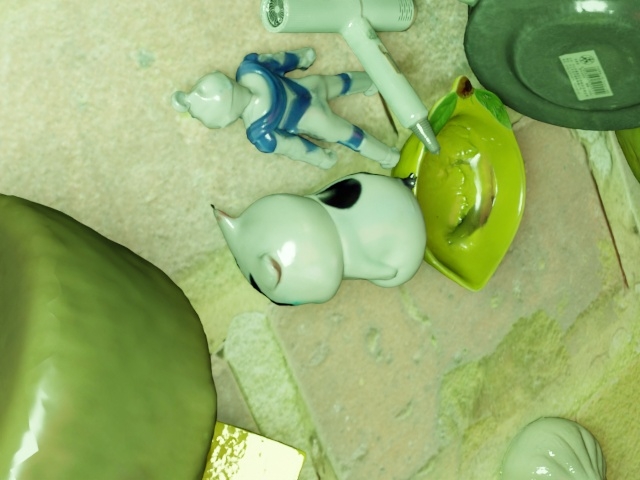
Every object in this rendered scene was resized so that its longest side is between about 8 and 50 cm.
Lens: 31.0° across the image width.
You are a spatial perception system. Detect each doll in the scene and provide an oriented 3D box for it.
[{"bbox_3d":[-0.033,-0.118,0.999,0.227,0.057,0.113,4,71,-40],"label":"doll"},{"bbox_3d":[0.005,0.001,1.007,0.181,0.110,0.106,-18,127,-30],"label":"doll"}]

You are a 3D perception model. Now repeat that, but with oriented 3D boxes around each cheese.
[{"bbox_3d":[-0.118,0.189,0.960,0.171,0.126,0.093,20,81,-17],"label":"cheese"}]

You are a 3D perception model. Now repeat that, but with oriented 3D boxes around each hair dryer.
[{"bbox_3d":[0.045,-0.146,1.012,0.155,0.044,0.183,-8,66,-36],"label":"hair dryer"}]

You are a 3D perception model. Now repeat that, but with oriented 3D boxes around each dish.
[{"bbox_3d":[0.119,-0.055,1.108,0.149,0.080,0.207,-13,104,-37],"label":"dish"}]

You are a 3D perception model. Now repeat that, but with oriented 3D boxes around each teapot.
[{"bbox_3d":[0.227,-0.261,1.108,0.239,0.322,0.239,78,21,-58],"label":"teapot"}]

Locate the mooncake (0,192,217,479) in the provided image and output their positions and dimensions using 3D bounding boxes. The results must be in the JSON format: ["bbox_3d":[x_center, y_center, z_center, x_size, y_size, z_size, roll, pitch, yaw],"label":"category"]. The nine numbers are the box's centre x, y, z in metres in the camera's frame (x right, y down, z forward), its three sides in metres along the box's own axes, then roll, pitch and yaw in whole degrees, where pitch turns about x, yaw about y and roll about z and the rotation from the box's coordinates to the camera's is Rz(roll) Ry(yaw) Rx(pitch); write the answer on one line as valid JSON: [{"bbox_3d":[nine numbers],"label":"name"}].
[{"bbox_3d":[-0.202,0.121,0.752,0.155,0.284,0.284,31,76,-42],"label":"mooncake"}]

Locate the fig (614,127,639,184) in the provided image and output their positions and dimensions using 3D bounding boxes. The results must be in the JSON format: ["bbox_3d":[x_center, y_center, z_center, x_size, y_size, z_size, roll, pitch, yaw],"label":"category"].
[{"bbox_3d":[0.430,-0.145,1.251,0.239,0.239,0.271,-24,126,-34],"label":"fig"}]

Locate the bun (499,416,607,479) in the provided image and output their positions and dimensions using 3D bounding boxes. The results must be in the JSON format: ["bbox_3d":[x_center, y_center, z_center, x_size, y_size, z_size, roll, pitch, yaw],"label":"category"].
[{"bbox_3d":[0.268,0.263,1.251,0.138,0.094,0.138,-2,92,-39],"label":"bun"}]
